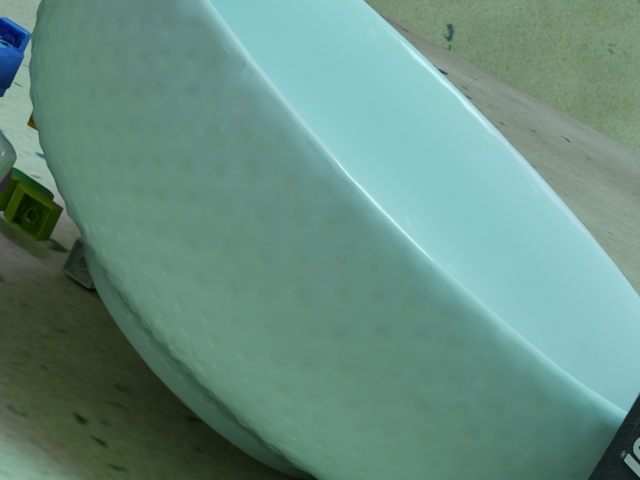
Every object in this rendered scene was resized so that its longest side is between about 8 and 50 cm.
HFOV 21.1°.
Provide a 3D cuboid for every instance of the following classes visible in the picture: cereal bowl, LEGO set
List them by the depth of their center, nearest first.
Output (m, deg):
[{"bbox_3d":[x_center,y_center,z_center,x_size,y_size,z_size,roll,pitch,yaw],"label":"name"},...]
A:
[{"bbox_3d":[0.000,0.000,0.748,0.339,0.141,0.339,43,14,-13],"label":"cereal bowl"},{"bbox_3d":[-0.136,-0.051,0.889,0.227,0.087,0.093,33,15,19],"label":"LEGO set"}]

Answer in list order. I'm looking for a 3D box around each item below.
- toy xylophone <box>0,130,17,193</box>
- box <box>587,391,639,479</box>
[{"bbox_3d":[-0.294,-0.070,0.666,0.322,0.081,0.236,12,19,-48],"label":"toy xylophone"},{"bbox_3d":[0.138,0.150,0.445,0.231,0.183,0.056,19,16,-28],"label":"box"}]
